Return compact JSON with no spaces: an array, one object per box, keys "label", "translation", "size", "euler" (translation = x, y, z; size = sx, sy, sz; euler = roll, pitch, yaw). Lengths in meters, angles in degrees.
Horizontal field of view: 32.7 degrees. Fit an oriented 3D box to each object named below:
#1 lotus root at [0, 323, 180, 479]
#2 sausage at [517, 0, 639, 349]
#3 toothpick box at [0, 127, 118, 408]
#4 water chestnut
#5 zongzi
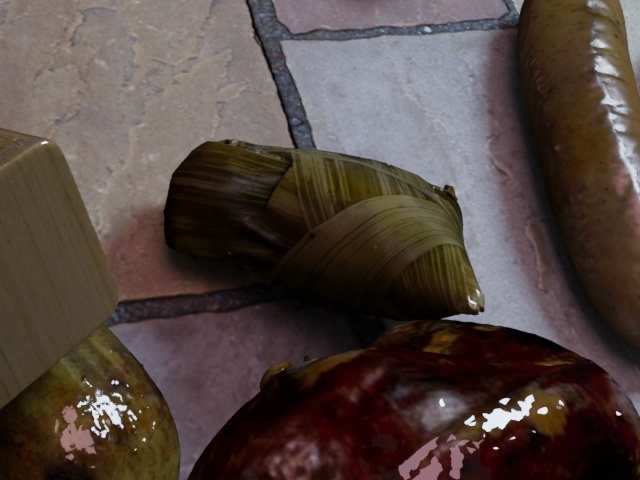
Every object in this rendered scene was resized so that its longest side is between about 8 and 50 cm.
[{"label":"lotus root","translation":[-0.191,0.149,0.853],"size":[0.145,0.128,0.260],"euler":[-24,67,-39]},{"label":"sausage","translation":[0.295,-0.107,1.174],"size":[0.136,0.123,0.501],"euler":[24,47,-36]},{"label":"toothpick box","translation":[-0.318,-0.004,0.801],"size":[0.308,0.187,0.190],"euler":[15,42,37]},{"label":"water chestnut","translation":[0.088,0.224,0.757],"size":[0.335,0.335,0.347],"euler":[-18,48,-26]},{"label":"zongzi","translation":[0.000,0.000,0.940],"size":[0.286,0.134,0.288],"euler":[9,13,-3]}]
